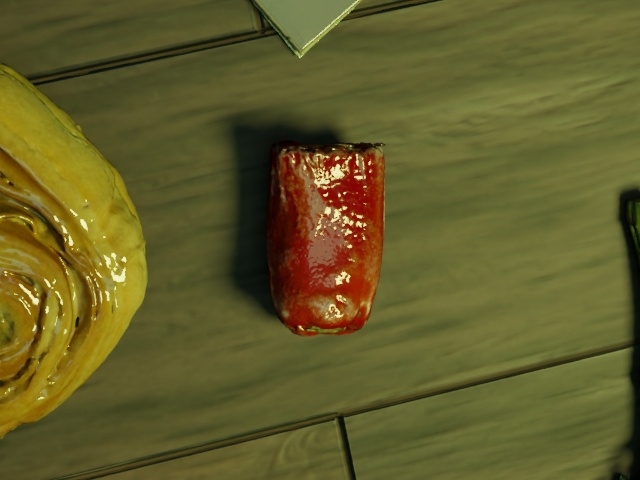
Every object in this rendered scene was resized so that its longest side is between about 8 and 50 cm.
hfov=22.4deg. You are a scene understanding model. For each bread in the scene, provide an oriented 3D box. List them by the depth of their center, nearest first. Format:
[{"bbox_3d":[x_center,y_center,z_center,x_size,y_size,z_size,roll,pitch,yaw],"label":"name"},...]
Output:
[{"bbox_3d":[-0.217,-0.005,0.922,0.198,0.120,0.236,-45,104,1],"label":"bread"}]

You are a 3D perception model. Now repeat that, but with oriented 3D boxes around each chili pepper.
[{"bbox_3d":[0.000,0.000,0.989,0.073,0.070,0.123,-6,100,-53],"label":"chili pepper"}]

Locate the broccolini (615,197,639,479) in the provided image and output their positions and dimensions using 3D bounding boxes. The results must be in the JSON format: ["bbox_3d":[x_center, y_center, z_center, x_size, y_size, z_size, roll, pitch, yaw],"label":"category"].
[{"bbox_3d":[0.218,0.097,1.069,0.057,0.071,0.254,-4,95,33],"label":"broccolini"}]

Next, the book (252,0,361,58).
[{"bbox_3d":[-0.023,-0.220,0.974,0.127,0.014,0.182,-41,104,-1],"label":"book"}]
